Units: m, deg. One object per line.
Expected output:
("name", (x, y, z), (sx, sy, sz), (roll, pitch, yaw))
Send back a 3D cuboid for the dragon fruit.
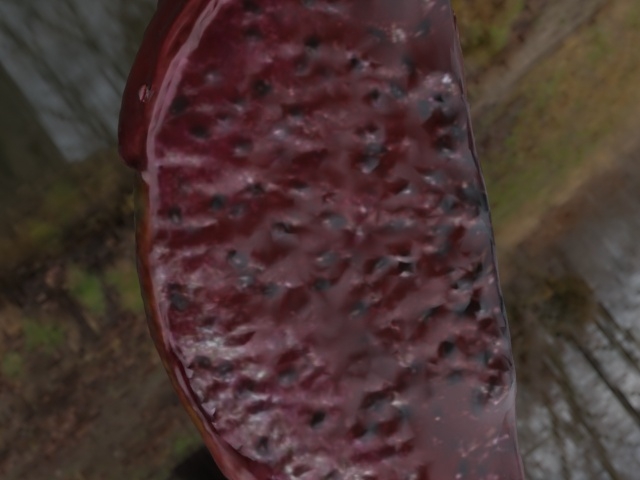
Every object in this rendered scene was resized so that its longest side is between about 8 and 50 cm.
("dragon fruit", (0.000, 0.000, 0.617), (0.134, 0.262, 0.211), (-10, 180, 4))
